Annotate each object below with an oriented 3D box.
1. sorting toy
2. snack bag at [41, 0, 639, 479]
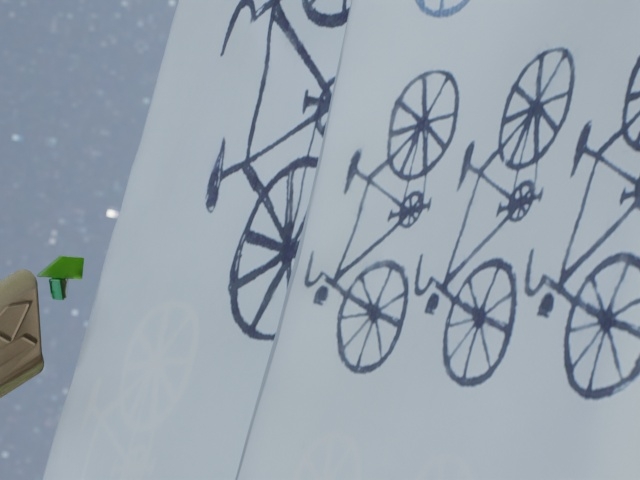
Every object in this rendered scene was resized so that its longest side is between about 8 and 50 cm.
[{"bbox_3d":[-0.130,0.038,0.612,0.083,0.012,0.062,-34,-33,-30],"label":"sorting toy"},{"bbox_3d":[0.000,0.000,0.452,0.342,0.037,0.323,1,74,59],"label":"snack bag"}]
